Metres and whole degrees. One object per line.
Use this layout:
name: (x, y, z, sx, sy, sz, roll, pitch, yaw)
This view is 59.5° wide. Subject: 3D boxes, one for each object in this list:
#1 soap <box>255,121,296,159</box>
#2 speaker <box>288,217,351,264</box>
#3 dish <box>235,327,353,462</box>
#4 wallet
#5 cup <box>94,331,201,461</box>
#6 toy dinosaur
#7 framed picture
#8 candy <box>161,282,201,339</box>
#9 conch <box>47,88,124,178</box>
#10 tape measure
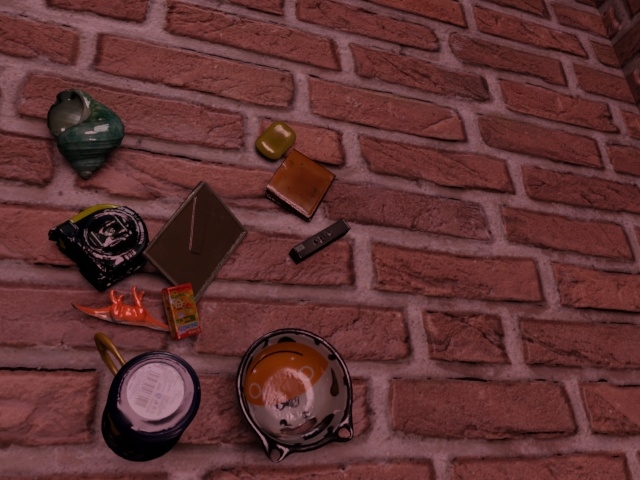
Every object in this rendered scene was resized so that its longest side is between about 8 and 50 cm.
soap: (-0.131, -0.294, 1.651, 0.089, 0.045, 0.140, 36, 57, 2)
speaker: (0.000, 0.000, 1.549, 0.191, 0.046, 0.040, -30, 77, -33)
dish: (-0.070, 0.353, 1.284, 0.303, 0.120, 0.303, 10, 60, -18)
wallet: (-0.059, -0.162, 1.617, 0.161, 0.042, 0.195, 33, 54, -9)
cup: (-0.371, 0.308, 1.101, 0.255, 0.256, 0.178, 28, 56, -6)
toy dinosaur: (-0.419, 0.160, 1.284, 0.279, 0.055, 0.102, 3, 72, -23)
framed picture: (-0.300, 0.003, 1.383, 0.189, 0.023, 0.260, 51, 51, -27)
candy: (-0.322, 0.163, 1.297, 0.062, 0.038, 0.122, -11, 87, -38)
conch: (-0.584, -0.262, 1.396, 0.196, 0.134, 0.202, -3, 63, 22)
tape measure: (-0.497, -0.002, 1.303, 0.199, 0.112, 0.186, 46, 54, 4)
